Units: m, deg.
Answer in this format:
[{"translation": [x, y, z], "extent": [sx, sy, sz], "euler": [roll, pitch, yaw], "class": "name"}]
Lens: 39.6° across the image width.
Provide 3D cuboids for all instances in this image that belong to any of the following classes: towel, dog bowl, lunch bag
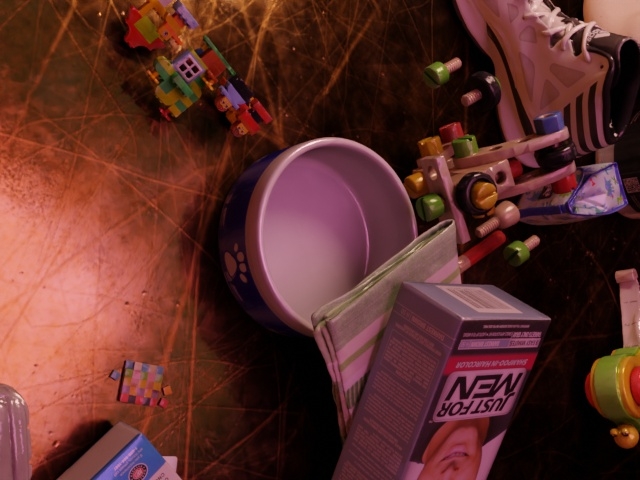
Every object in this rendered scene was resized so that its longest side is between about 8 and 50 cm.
[{"translation": [0.106, 0.160, 1.197], "extent": [0.248, 0.038, 0.324], "euler": [-35, 132, -27], "class": "towel"}, {"translation": [0.000, 0.000, 1.186], "extent": [0.265, 0.104, 0.264], "euler": [4, 83, -37], "class": "dog bowl"}, {"translation": [0.410, -0.070, 1.483], "extent": [0.151, 0.129, 0.096], "euler": [-25, 99, -34], "class": "lunch bag"}]

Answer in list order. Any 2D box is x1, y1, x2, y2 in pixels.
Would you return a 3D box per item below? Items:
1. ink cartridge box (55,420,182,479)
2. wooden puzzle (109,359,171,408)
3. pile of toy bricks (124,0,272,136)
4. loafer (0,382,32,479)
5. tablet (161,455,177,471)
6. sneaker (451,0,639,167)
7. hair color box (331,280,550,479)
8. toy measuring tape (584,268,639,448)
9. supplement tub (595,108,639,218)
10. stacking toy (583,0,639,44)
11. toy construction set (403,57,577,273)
[{"translation": [-0.208, 0.332, 1.002], "extent": [0.148, 0.086, 0.203], "euler": [-44, 111, -25], "class": "ink cartridge box"}, {"translation": [-0.215, 0.173, 1.069], "extent": [0.083, 0.006, 0.049], "euler": [17, 76, -34], "class": "wooden puzzle"}, {"translation": [-0.162, -0.196, 1.100], "extent": [0.105, 0.118, 0.212], "euler": [-39, 122, 1], "class": "pile of toy bricks"}, {"translation": [-0.350, 0.307, 0.898], "extent": [0.112, 0.112, 0.319], "euler": [-2, 79, -32], "class": "loafer"}, {"translation": [-0.200, 0.302, 1.067], "extent": [0.054, 0.006, 0.083], "euler": [11, 78, -35], "class": "tablet"}, {"translation": [0.376, -0.347, 1.406], "extent": [0.169, 0.258, 0.447], "euler": [-28, 102, -35], "class": "sneaker"}, {"translation": [0.142, 0.245, 1.155], "extent": [0.185, 0.114, 0.374], "euler": [5, 110, -42], "class": "hair color box"}, {"translation": [0.524, 0.196, 1.558], "extent": [0.121, 0.121, 0.330], "euler": [19, 65, -34], "class": "toy measuring tape"}, {"translation": [0.679, -0.154, 1.561], "extent": [0.207, 0.338, 0.207], "euler": [4, 84, -36], "class": "supplement tub"}, {"translation": [0.740, -0.364, 1.698], "extent": [0.480, 0.351, 0.350], "euler": [39, 63, -46], "class": "stacking toy"}, {"translation": [0.205, -0.058, 1.290], "extent": [0.237, 0.257, 0.308], "euler": [-32, 134, -29], "class": "toy construction set"}]
